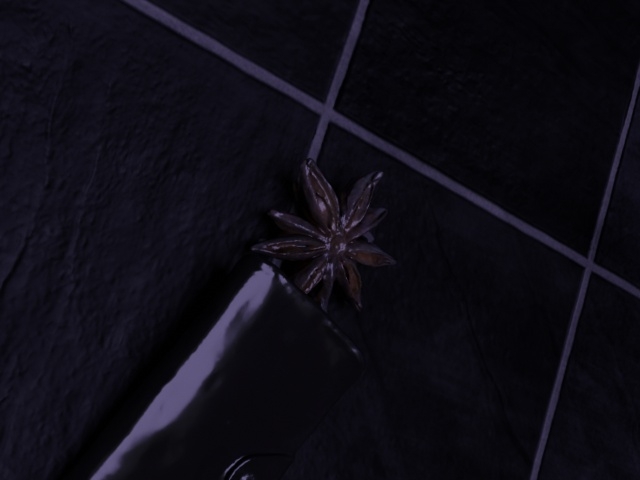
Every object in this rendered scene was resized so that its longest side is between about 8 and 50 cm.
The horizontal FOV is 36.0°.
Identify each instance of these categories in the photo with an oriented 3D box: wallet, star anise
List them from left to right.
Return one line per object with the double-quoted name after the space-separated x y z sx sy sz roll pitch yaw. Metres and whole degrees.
-0.122 0.211 1.000 0.197 0.051 0.377 46 75 -25 "wallet"
0.000 0.000 1.096 0.182 0.065 0.195 -23 115 -31 "star anise"
